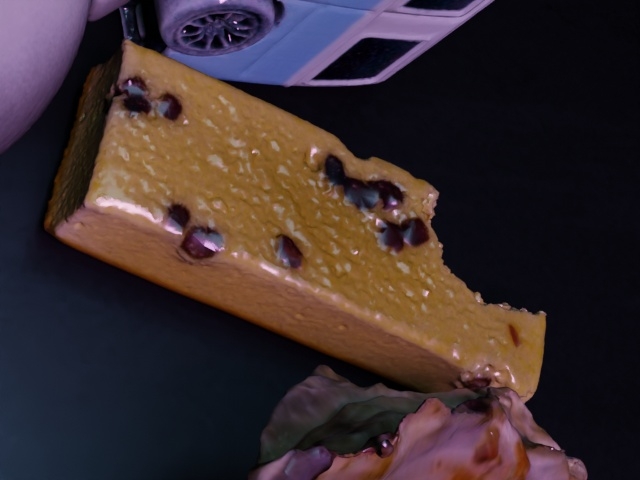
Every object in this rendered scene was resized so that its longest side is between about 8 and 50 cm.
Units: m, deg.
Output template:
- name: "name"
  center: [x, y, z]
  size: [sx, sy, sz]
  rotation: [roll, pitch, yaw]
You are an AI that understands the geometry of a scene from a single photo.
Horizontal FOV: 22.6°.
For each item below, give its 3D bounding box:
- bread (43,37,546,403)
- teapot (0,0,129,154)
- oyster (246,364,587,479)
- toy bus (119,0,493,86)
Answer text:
- name: "bread"
  center: [0.000, 0.000, 0.677]
  size: [0.226, 0.049, 0.088]
  rotation: [23, 57, -22]
- name: "teapot"
  center: [-0.174, -0.107, 0.559]
  size: [0.294, 0.129, 0.193]
  rotation: [-1, 66, -26]
- name: "oyster"
  center: [-0.006, 0.123, 0.540]
  size: [0.096, 0.221, 0.361]
  rotation: [23, 37, 25]
- name: "toy bus"
  center: [0.038, -0.169, 0.644]
  size: [0.165, 0.271, 0.133]
  rotation: [4, 66, -35]
